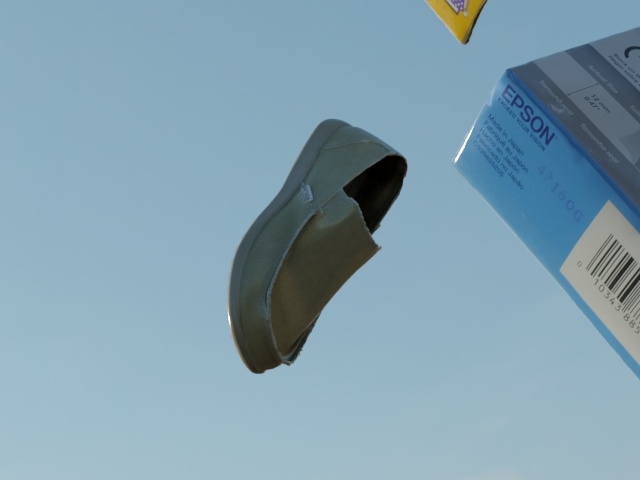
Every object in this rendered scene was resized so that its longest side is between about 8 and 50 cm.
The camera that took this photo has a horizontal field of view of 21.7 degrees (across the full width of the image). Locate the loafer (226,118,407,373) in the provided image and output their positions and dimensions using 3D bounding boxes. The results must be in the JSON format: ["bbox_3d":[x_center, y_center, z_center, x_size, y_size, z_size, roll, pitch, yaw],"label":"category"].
[{"bbox_3d":[0.000,0.000,1.478,0.092,0.268,0.102,5,-34,30],"label":"loafer"}]

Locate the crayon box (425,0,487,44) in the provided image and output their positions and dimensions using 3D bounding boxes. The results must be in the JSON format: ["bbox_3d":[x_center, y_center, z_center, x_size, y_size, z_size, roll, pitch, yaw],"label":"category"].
[{"bbox_3d":[0.091,-0.275,0.741,0.083,0.203,0.323,-18,-31,-34],"label":"crayon box"}]

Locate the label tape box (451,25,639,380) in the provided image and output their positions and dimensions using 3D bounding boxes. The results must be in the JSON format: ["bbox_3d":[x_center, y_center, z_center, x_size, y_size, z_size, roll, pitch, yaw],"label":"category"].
[{"bbox_3d":[0.310,-0.050,1.256,0.348,0.249,0.115,-22,-28,-35],"label":"label tape box"}]
